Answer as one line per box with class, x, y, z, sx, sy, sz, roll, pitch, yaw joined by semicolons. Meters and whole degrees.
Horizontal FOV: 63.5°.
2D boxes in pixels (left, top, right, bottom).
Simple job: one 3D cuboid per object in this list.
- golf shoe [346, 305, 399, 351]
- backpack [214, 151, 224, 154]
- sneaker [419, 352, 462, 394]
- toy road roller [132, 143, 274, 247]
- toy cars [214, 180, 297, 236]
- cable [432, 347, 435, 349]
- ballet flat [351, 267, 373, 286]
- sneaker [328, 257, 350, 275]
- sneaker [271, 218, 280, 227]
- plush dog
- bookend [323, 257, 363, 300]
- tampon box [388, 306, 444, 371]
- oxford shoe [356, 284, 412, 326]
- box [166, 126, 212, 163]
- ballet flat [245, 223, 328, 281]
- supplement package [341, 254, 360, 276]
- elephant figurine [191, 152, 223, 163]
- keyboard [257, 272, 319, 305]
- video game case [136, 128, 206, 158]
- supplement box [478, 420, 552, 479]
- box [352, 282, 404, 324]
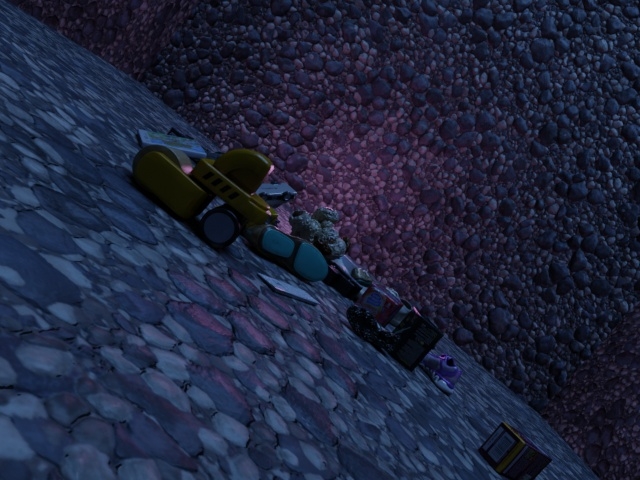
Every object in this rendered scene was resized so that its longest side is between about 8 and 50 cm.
golf shoe;0.145;0.269;1.585;0.198;0.077;0.094;43;-11;-14
backpack;-0.405;-0.299;2.278;0.182;0.115;0.152;50;1;29
sneaker;0.423;0.443;1.843;0.095;0.105;0.236;36;5;-26
toy road roller;-0.261;-0.155;1.272;0.329;0.241;0.202;39;4;-6
toy cars;-0.208;-0.104;1.690;0.176;0.087;0.394;20;28;6
cable;0.358;0.379;1.943;0.150;0.047;0.184;12;-19;17
ballet flat;0.179;0.155;2.203;0.206;0.072;0.067;40;45;-68
sneaker;0.069;0.123;2.222;0.237;0.085;0.086;-113;-170;-57
sneaker;-0.211;-0.084;1.880;0.153;0.101;0.268;42;14;9
plush dog;0.000;0.000;2.082;0.225;0.211;0.262;36;28;30
bookend;0.067;0.152;2.002;0.156;0.072;0.157;42;6;21
tampon box;0.301;0.320;1.683;0.101;0.161;0.120;39;6;-5
oxford shoe;0.267;0.257;2.250;0.449;0.130;0.169;32;10;-49
box;-0.567;-0.408;2.400;0.216;0.060;0.270;41;5;11
ballet flat;-0.112;0.034;1.636;0.124;0.116;0.342;18;-8;42
supplement package;0.107;0.129;2.318;0.105;0.105;0.179;38;5;-42
elephant figurine;-0.356;-0.227;1.922;0.239;0.169;0.186;47;31;-80
keyboard;-0.081;0.131;1.381;0.072;0.014;0.256;42;5;29
video game case;-0.514;-0.333;1.778;0.212;0.023;0.193;8;20;-27
supplement box;0.519;0.570;1.376;0.188;0.104;0.081;37;5;-36
box;0.217;0.247;1.930;0.122;0.128;0.257;41;4;16
